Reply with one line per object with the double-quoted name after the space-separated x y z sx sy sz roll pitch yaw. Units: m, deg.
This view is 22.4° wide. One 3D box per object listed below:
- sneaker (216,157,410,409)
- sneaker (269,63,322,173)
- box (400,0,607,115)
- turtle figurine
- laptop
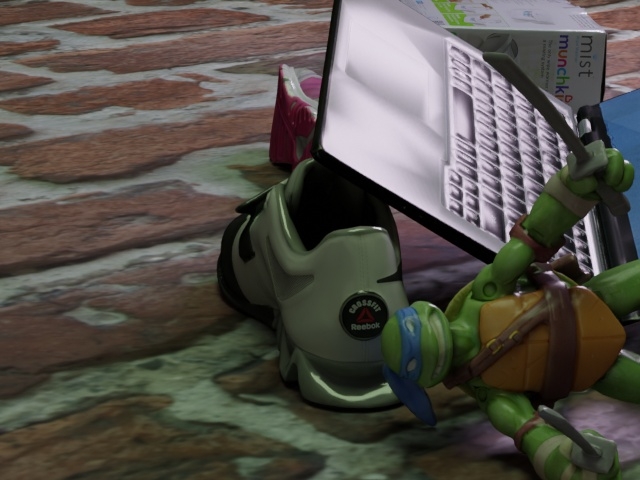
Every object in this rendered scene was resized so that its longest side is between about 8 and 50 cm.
0.000 0.000 1.218 0.122 0.146 0.330 -5 17 -16 "sneaker"
0.014 -0.114 1.690 0.111 0.103 0.252 2 23 -15 "sneaker"
0.217 -0.233 2.036 0.231 0.127 0.262 1 17 -5 "box"
0.189 0.052 0.988 0.266 0.275 0.198 0 51 -22 "turtle figurine"
0.233 -0.128 1.266 0.408 0.236 0.382 30 26 -12 "laptop"
